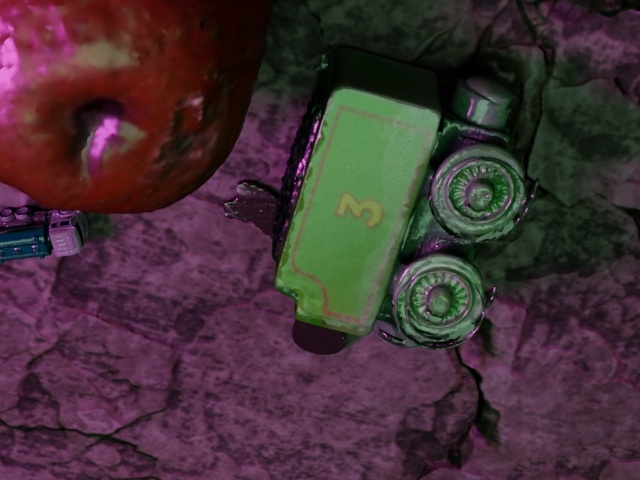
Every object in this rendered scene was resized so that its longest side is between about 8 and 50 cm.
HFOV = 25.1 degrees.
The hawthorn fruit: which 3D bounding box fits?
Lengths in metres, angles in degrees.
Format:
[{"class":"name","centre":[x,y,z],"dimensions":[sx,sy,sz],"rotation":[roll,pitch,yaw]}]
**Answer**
[{"class":"hawthorn fruit","centre":[-0.154,-0.152,1.024],"dimensions":[0.258,0.258,0.262],"rotation":[28,92,-20]}]

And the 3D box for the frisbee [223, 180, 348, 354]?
[{"class":"frisbee","centre":[0.000,0.000,1.269],"dimensions":[0.187,0.012,0.211],"rotation":[35,118,-22]}]

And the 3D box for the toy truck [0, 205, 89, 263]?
[{"class":"toy truck","centre":[-0.244,-0.003,1.241],"dimensions":[0.083,0.044,0.039],"rotation":[-7,128,4]}]

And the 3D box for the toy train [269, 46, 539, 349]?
[{"class":"toy train","centre":[0.061,-0.029,1.170],"dimensions":[0.188,0.132,0.243],"rotation":[14,116,-5]}]
